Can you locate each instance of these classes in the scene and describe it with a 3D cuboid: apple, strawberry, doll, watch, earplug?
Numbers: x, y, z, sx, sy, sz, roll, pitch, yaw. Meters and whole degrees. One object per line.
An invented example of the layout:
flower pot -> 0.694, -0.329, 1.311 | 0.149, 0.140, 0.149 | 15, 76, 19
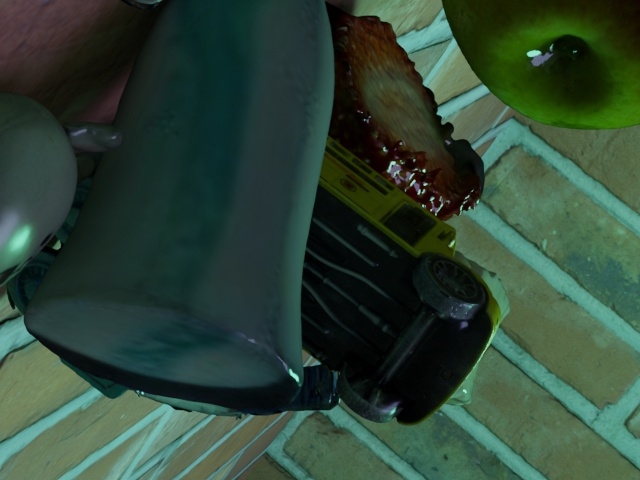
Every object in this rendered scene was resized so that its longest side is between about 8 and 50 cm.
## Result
apple -> 0.283, -0.282, 1.474 | 0.339, 0.340, 0.339 | -49, 171, -11
strawberry -> 0.031, -0.113, 1.361 | 0.138, 0.233, 0.306 | -32, 164, 19
doll -> -0.221, -0.012, 0.797 | 0.155, 0.113, 0.275 | -47, -177, 42
watch -> -0.154, 0.140, 1.566 | 0.274, 0.276, 0.068 | -14, -119, 64
earplug -> -0.067, -0.065, 0.984 | 0.185, 0.185, 0.324 | 108, -4, -66

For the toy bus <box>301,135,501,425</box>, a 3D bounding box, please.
toy bus -> 0.000, 0.000, 1.197 | 0.144, 0.330, 0.152 | -56, 173, 28

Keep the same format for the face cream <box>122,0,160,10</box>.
face cream -> -0.050, -0.241, 0.878 | 0.243, 0.058, 0.092 | -53, 167, -26

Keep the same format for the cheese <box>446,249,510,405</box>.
cheese -> 0.041, 0.063, 1.547 | 0.292, 0.332, 0.153 | 141, -30, -83

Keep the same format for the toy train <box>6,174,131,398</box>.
toy train -> -0.150, 0.023, 1.118 | 0.198, 0.154, 0.107 | -56, 173, 25
